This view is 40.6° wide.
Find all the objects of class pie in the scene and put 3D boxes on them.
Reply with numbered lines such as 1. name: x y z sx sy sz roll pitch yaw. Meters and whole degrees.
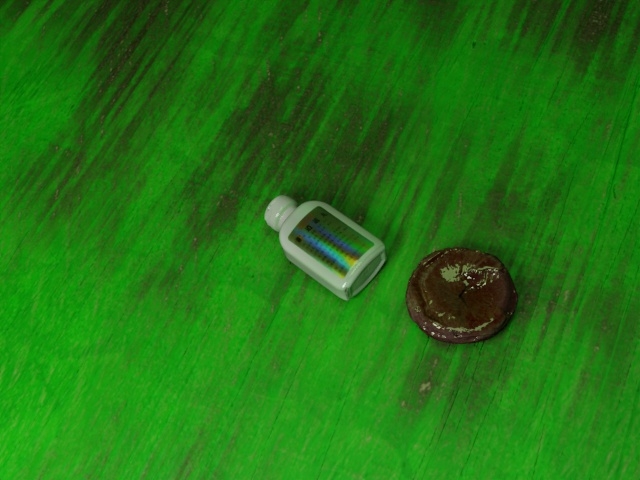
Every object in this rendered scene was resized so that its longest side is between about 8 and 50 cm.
1. pie: 0.230 0.089 1.411 0.182 0.049 0.182 -4 54 6

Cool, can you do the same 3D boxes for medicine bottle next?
1. medicine bottle: 0.000 0.000 1.486 0.219 0.078 0.115 35 73 26
